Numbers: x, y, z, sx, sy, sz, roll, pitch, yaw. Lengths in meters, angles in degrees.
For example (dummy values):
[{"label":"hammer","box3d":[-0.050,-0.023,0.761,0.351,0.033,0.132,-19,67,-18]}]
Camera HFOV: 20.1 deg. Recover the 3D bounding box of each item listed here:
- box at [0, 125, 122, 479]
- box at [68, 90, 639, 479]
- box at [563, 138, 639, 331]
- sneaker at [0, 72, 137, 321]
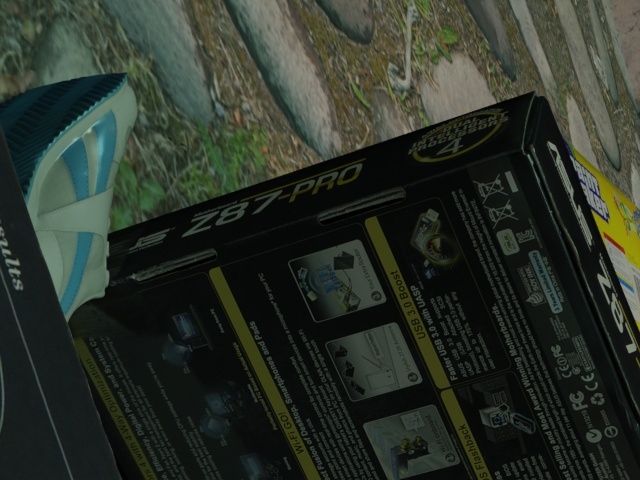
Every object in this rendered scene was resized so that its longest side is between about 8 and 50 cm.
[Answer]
[{"label":"box","box3d":[-0.247,0.071,0.520,0.395,0.212,0.294,-23,95,-69]},{"label":"box","box3d":[0.056,0.142,1.098,0.395,0.318,0.097,64,20,-19]},{"label":"box","box3d":[0.083,0.063,1.292,0.290,0.279,0.177,30,47,-63]},{"label":"sneaker","box3d":[-0.158,-0.016,1.027,0.229,0.087,0.092,-68,144,-50]}]
